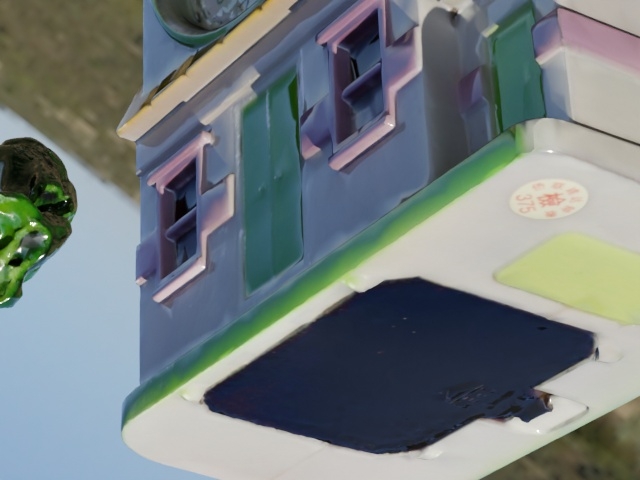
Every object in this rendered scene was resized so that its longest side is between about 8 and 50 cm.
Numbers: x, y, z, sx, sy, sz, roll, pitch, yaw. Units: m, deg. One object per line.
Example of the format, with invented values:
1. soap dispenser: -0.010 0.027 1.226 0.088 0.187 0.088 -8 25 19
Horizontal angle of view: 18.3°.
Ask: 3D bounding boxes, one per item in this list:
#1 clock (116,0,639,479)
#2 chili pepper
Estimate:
1. clock: 0.032 -0.092 0.706 0.166 0.235 0.310 19 -126 -31
2. chili pepper: -0.199 -0.004 1.201 0.083 0.099 0.253 49 -176 -11
